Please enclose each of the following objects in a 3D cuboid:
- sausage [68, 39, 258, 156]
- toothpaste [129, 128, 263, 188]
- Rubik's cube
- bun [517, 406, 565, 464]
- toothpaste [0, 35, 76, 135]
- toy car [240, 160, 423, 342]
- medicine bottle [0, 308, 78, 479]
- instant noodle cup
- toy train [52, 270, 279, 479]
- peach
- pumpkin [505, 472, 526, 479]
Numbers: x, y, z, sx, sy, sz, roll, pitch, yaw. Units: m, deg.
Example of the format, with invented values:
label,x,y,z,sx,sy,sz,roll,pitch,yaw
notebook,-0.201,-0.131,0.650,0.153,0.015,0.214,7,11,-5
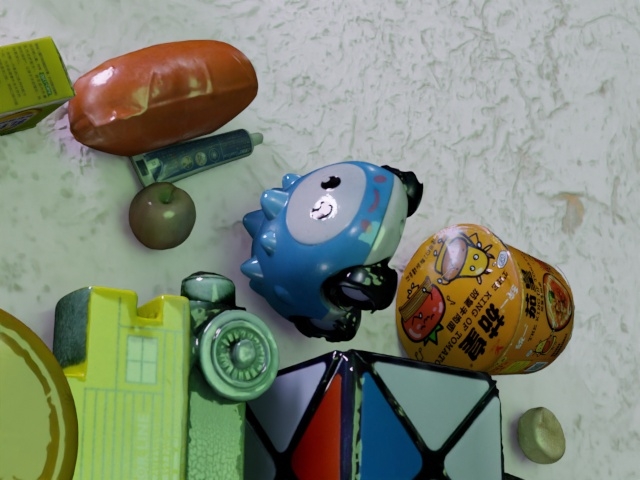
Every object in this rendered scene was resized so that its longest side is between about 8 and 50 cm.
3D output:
label,x,y,z,sx,sy,sz,roll,pitch,yaw
sausage,-0.187,-0.177,1.454,0.258,0.133,0.133,-20,90,-39
toothpaste,-0.151,-0.109,1.521,0.197,0.035,0.057,-20,79,-37
Rubik's cube,0.053,0.281,1.430,0.246,0.248,0.250,13,69,-34
bun,0.317,0.286,1.756,0.086,0.055,0.086,27,51,-40
toothpaste,-0.427,-0.136,1.267,0.327,0.110,0.077,-22,88,-40
toy car,0.000,0.000,1.480,0.190,0.255,0.188,25,61,-12
medicine bottle,-0.385,0.185,1.030,0.224,0.384,0.224,11,71,-35
instant noodle cup,0.237,0.096,1.662,0.172,0.215,0.216,13,69,-44
toy train,-0.189,0.245,1.309,0.272,0.179,0.442,9,72,-27
peach,-0.191,-0.028,1.440,0.083,0.083,0.083,12,70,-35
pumpkin,0.219,0.406,1.547,0.162,0.220,0.220,4,68,9
